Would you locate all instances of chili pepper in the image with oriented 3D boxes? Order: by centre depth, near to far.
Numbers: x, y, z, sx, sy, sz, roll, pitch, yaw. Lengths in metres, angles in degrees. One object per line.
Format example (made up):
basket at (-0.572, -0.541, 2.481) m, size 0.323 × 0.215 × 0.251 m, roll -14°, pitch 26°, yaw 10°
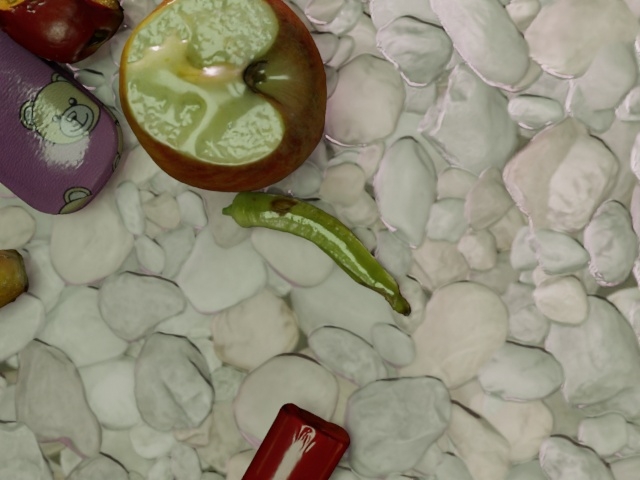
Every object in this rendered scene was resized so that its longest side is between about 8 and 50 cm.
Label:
chili pepper at (0.000, -0.001, 1.394) m, size 0.208 × 0.043 × 0.049 m, roll 28°, pitch 82°, yaw 16°

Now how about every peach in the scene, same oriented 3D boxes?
peach at (-0.270, -0.237, 1.445) m, size 0.172 × 0.127 × 0.092 m, roll 45°, pitch 102°, yaw 19°

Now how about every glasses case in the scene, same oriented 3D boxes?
glasses case at (-0.327, -0.150, 1.484) m, size 0.316 × 0.076 × 0.123 m, roll 39°, pitch 100°, yaw 16°

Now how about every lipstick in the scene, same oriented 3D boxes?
lipstick at (-0.069, 0.282, 1.383) m, size 0.073 × 0.073 × 0.280 m, roll 31°, pitch 95°, yaw 16°

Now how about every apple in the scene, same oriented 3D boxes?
apple at (-0.083, -0.138, 1.364) m, size 0.173 × 0.160 × 0.195 m, roll -9°, pitch 86°, yaw 20°

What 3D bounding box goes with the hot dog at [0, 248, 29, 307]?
hot dog at (-0.414, 0.087, 1.499) m, size 0.289 × 0.083 × 0.068 m, roll -24°, pitch 99°, yaw 15°
